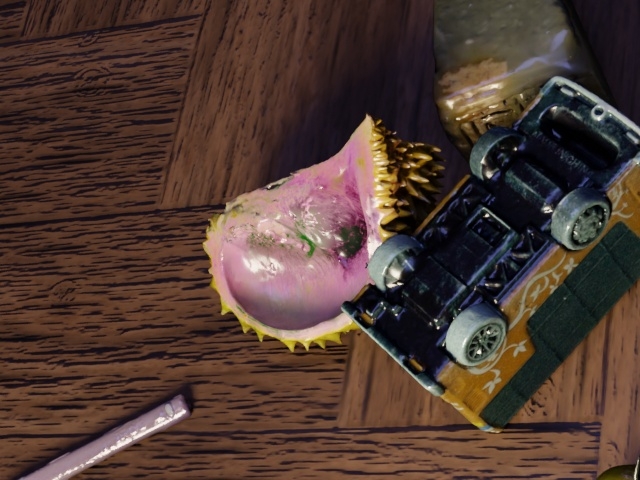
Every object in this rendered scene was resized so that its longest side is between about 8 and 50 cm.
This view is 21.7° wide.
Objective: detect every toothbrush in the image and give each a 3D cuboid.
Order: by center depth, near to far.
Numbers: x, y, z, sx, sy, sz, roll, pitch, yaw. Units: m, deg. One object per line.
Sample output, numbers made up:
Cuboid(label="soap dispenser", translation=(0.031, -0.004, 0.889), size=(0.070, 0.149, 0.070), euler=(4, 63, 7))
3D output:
Cuboid(label="toothbrush", translation=(-0.281, 0.235, 1.618), size=(0.354, 0.029, 0.024), euler=(-28, 65, 10))

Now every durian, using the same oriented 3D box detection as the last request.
Cuboid(label="durian", translation=(0.010, 0.009, 1.526), size=(0.260, 0.154, 0.186), euler=(-8, 72, 50))

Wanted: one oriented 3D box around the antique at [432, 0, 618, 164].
Cuboid(label="antique", translation=(0.177, -0.222, 1.589), size=(0.150, 0.125, 0.284), euler=(-17, 55, 17))

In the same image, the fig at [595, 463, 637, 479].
Cuboid(label="fig", translation=(0.264, 0.207, 1.313), size=(0.098, 0.084, 0.082), euler=(-33, 82, 0))

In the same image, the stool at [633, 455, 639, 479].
Cuboid(label="stool", translation=(0.303, 0.255, 1.194), size=(0.228, 0.139, 0.153), euler=(42, 61, -3))

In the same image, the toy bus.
Cuboid(label="toy bus", translation=(0.174, 0.015, 1.422), size=(0.275, 0.167, 0.138), euler=(-49, 51, 0))
